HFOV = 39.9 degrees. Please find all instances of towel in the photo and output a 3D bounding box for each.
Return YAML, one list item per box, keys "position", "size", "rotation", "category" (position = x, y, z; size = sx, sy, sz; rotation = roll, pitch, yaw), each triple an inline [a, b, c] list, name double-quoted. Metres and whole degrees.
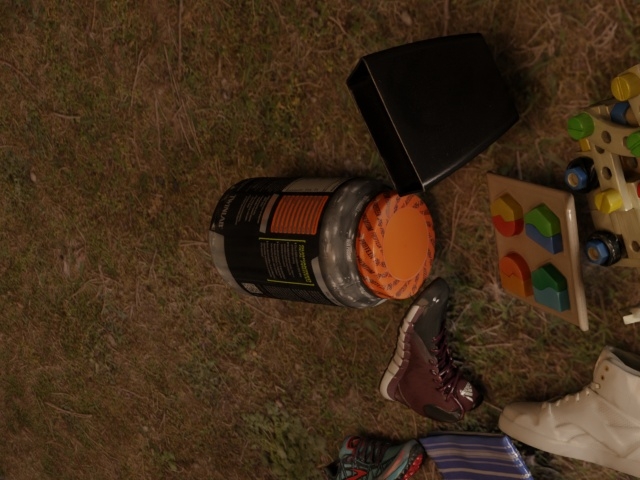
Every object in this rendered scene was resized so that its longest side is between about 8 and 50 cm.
- position: [0.301, 0.464, 1.437]
  size: [0.336, 0.040, 0.243]
  rotation: [62, 152, -3]
  category: "towel"

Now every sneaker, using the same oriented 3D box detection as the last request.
- position: [0.203, 0.191, 1.419]
  size: [0.162, 0.106, 0.281]
  rotation: [33, 139, 20]
  category: "sneaker"
- position: [0.085, 0.410, 1.611]
  size: [0.125, 0.104, 0.262]
  rotation: [54, 134, 11]
  category: "sneaker"
- position: [0.392, 0.227, 1.271]
  size: [0.293, 0.108, 0.169]
  rotation: [6, 99, 43]
  category: "sneaker"

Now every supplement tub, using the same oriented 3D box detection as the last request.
- position: [0.000, 0.000, 1.422]
  size: [0.338, 0.207, 0.207]
  rotation: [4, 112, 41]
  category: "supplement tub"

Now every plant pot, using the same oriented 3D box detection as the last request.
- position: [0.156, -0.182, 1.202]
  size: [0.188, 0.167, 0.187]
  rotation: [64, 175, -2]
  category: "plant pot"

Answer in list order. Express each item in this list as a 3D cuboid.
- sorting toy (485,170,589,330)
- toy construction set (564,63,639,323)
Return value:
- position: [0.290, 0.011, 1.216]
  size: [0.208, 0.038, 0.193]
  rotation: [-145, 39, -65]
  category: "sorting toy"
- position: [0.397, -0.051, 1.067]
  size: [0.215, 0.151, 0.327]
  rotation: [180, 85, -65]
  category: "toy construction set"
